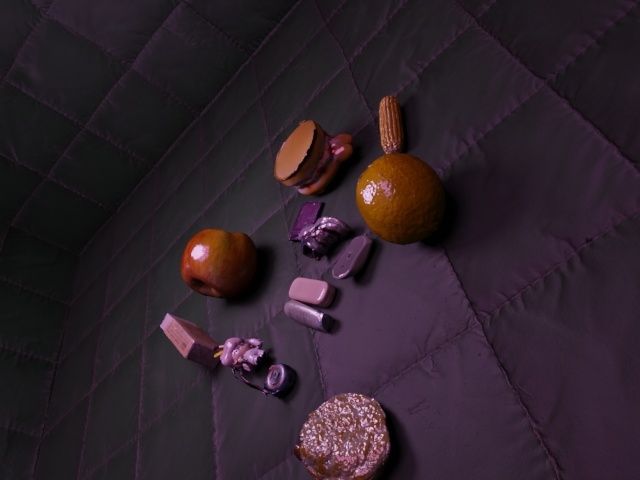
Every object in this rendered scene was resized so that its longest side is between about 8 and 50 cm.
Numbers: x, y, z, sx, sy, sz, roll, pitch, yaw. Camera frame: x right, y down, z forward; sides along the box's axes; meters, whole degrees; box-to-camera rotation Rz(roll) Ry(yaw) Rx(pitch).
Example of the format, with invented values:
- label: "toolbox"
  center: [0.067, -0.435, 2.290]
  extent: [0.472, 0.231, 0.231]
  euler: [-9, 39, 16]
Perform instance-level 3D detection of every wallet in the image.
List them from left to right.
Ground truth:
- label: "wallet"
  center: [-0.055, -0.072, 2.058]
  extent: [0.111, 0.030, 0.165]
  euler: [-4, 60, 51]

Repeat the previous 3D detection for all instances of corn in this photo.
- label: "corn"
  center: [0.244, -0.393, 1.893]
  extent: [0.081, 0.081, 0.248]
  euler: [-30, 44, 35]

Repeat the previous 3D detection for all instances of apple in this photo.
- label: "apple"
  center: [-0.385, 0.075, 2.141]
  extent: [0.302, 0.302, 0.301]
  euler: [-31, 42, 34]

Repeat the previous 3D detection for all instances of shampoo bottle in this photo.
- label: "shampoo bottle"
  center: [-0.042, 0.241, 1.772]
  extent: [0.213, 0.049, 0.072]
  euler: [13, 114, 52]

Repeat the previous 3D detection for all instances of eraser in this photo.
- label: "eraser"
  center: [-0.514, 0.389, 2.174]
  extent: [0.343, 0.144, 0.078]
  euler: [21, 83, 56]

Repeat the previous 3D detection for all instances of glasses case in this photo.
- label: "glasses case"
  center: [-0.029, 0.171, 1.818]
  extent: [0.196, 0.050, 0.083]
  euler: [6, 66, 53]

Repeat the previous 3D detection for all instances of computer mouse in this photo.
- label: "computer mouse"
  center: [0.109, 0.055, 1.731]
  extent: [0.089, 0.056, 0.181]
  euler: [14, 67, 53]

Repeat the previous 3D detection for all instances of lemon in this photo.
- label: "lemon"
  center: [0.224, -0.118, 1.551]
  extent: [0.267, 0.267, 0.267]
  euler: [-31, 42, 34]

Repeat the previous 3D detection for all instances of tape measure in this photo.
- label: "tape measure"
  center: [-0.174, 0.415, 1.709]
  extent: [0.107, 0.180, 0.104]
  euler: [-64, 18, -6]

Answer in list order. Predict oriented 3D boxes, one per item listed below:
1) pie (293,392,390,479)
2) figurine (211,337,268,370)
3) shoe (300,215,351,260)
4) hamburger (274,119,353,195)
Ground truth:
- label: "pie"
  center: [0.063, 0.508, 1.393]
  extent: [0.257, 0.105, 0.274]
  euler: [-50, 34, -4]
- label: "figurine"
  center: [-0.268, 0.391, 1.899]
  extent: [0.229, 0.111, 0.137]
  euler: [-1, 36, 44]
- label: "shoe"
  center: [0.000, 0.000, 1.866]
  extent: [0.228, 0.099, 0.125]
  euler: [-22, 40, 48]
- label: "hamburger"
  center: [-0.020, -0.313, 2.067]
  extent: [0.302, 0.187, 0.260]
  euler: [-45, 33, 35]
